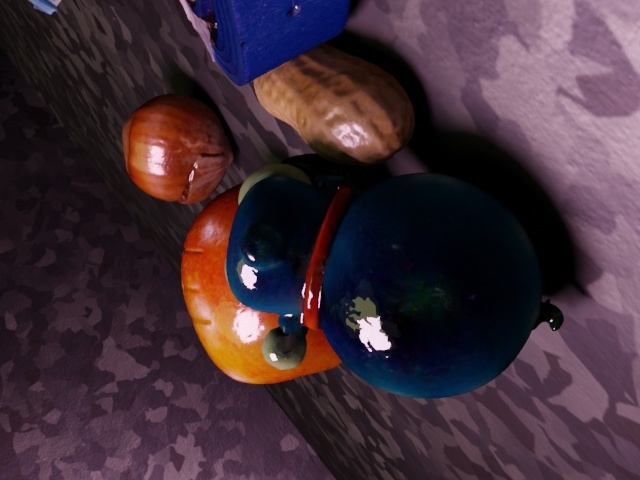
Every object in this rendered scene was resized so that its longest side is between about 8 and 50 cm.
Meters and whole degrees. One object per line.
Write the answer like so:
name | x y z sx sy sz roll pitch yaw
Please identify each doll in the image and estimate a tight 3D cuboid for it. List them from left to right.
doll | 0.054 0.033 0.718 0.322 0.198 0.186 9 -176 10

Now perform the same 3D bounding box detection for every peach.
peach | -0.054 0.049 1.099 0.245 0.249 0.274 -11 103 34

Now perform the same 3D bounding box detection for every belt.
belt | -0.072 -0.266 0.637 0.212 0.117 0.347 57 172 14

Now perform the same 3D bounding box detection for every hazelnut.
hazelnut | -0.230 -0.152 1.294 0.182 0.182 0.182 48 161 22

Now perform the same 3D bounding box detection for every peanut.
peanut | 0.006 -0.136 0.790 0.226 0.095 0.108 39 156 45

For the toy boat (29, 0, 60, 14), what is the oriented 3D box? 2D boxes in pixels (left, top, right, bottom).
toy boat | -0.529 -0.485 1.391 0.238 0.098 0.109 32 -172 -44

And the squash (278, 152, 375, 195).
squash | 0.002 -0.003 0.902 0.156 0.193 0.193 -11 116 40
